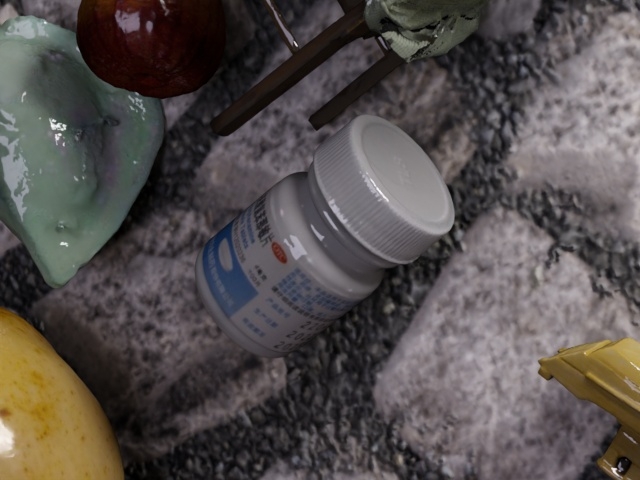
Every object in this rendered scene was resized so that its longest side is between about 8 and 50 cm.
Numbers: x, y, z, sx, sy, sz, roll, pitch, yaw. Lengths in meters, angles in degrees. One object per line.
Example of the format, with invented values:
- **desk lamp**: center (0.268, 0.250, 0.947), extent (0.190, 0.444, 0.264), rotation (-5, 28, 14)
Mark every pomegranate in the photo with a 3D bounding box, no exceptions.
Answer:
- **pomegranate**: center (-0.293, 0.186, 1.193), extent (0.307, 0.307, 0.307), rotation (3, 96, 31)

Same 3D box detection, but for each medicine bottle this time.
- **medicine bottle**: center (0.000, 0.000, 1.101), extent (0.168, 0.105, 0.105), rotation (-39, 74, 28)

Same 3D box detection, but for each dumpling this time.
- **dumpling**: center (-0.207, -0.075, 1.220), extent (0.149, 0.105, 0.216), rotation (-25, 81, 30)

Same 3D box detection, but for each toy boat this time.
- **toy boat**: center (0.223, 0.132, 1.006), extent (0.200, 0.057, 0.077), rotation (39, 119, 23)

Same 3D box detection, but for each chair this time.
- **chair**: center (0.052, -0.207, 1.024), extent (0.319, 0.160, 0.186), rotation (-31, 80, 32)

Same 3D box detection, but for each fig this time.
- **fig**: center (-0.110, -0.171, 1.172), extent (0.119, 0.153, 0.119), rotation (23, 142, 19)
